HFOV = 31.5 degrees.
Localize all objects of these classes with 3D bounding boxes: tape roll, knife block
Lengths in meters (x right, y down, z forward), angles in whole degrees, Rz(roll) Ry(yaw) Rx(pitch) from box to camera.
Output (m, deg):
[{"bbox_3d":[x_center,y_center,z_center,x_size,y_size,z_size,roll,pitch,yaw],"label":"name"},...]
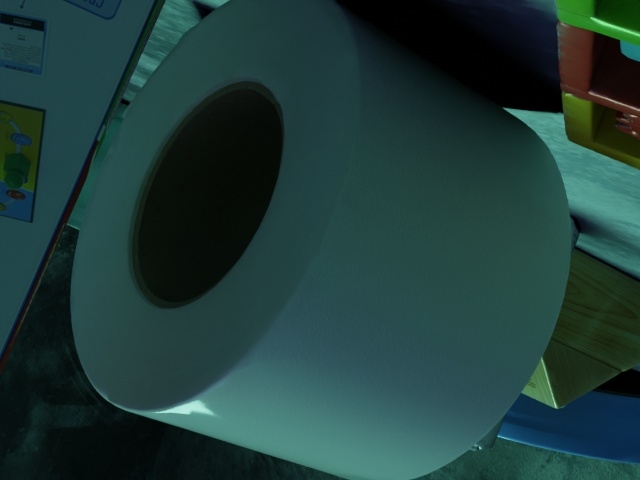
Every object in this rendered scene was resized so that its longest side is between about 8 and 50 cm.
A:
[{"bbox_3d":[-0.005,0.001,0.647,0.169,0.246,0.246,25,177,-36],"label":"tape roll"},{"bbox_3d":[0.247,0.037,1.198,0.275,0.242,0.088,-24,-162,-20],"label":"knife block"}]

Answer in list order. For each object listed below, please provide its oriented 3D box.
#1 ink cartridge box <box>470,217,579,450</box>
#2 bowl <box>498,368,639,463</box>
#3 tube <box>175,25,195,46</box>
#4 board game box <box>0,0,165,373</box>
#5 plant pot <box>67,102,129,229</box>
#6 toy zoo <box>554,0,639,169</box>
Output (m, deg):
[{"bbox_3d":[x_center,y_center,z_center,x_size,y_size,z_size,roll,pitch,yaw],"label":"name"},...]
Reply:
[{"bbox_3d":[0.121,0.061,1.031,0.158,0.218,0.092,23,177,18],"label":"ink cartridge box"},{"bbox_3d":[0.281,0.188,1.431,0.391,0.077,0.391,11,-177,-1],"label":"bowl"},{"bbox_3d":[-0.062,-0.123,0.868,0.080,0.052,0.207,32,-175,6],"label":"tube"},{"bbox_3d":[-0.212,-0.058,0.458,0.242,0.317,0.064,24,177,-11],"label":"board game box"},{"bbox_3d":[-0.304,-0.100,1.708,0.293,0.196,0.293,22,178,1],"label":"plant pot"},{"bbox_3d":[0.187,-0.042,0.441,0.192,0.030,0.293,22,177,15],"label":"toy zoo"}]
